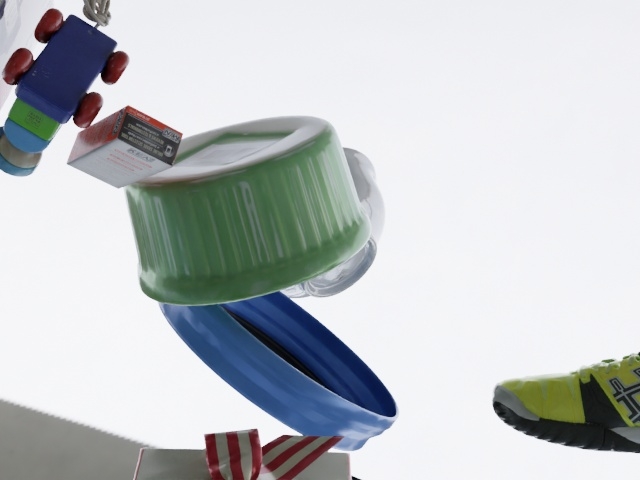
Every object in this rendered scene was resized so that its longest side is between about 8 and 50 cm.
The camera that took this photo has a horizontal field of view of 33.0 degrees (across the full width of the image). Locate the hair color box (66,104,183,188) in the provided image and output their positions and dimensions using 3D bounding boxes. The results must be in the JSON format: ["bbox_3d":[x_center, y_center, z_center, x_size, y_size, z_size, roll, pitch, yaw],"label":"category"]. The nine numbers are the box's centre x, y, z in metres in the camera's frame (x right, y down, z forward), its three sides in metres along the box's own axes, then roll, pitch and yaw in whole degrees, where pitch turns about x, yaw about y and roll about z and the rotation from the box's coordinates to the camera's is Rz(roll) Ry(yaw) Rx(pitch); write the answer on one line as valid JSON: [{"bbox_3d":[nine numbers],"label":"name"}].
[{"bbox_3d":[-0.216,-0.100,1.186,0.141,0.072,0.043,-11,-123,54],"label":"hair color box"}]

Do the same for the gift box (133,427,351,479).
[{"bbox_3d":[-0.061,0.342,1.075,0.276,0.258,0.255,-2,-156,-5],"label":"gift box"}]

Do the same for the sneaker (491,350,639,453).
[{"bbox_3d":[0.395,0.172,1.272,0.384,0.147,0.145,-1,180,16],"label":"sneaker"}]

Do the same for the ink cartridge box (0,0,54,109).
[{"bbox_3d":[-0.370,-0.283,1.182,0.100,0.237,0.172,18,-121,-1],"label":"ink cartridge box"}]

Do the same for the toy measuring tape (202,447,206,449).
[{"bbox_3d":[-0.225,0.403,1.510,0.121,0.330,0.121,25,-148,-17],"label":"toy measuring tape"}]

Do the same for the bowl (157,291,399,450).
[{"bbox_3d":[-0.064,0.151,1.523,0.077,0.391,0.391,-52,-136,7],"label":"bowl"}]

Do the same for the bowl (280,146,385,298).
[{"bbox_3d":[0.000,0.000,1.791,0.297,0.298,0.134,-22,-126,-22],"label":"bowl"}]

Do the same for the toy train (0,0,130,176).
[{"bbox_3d":[-0.289,-0.187,1.227,0.105,0.143,0.248,32,-141,-14],"label":"toy train"}]

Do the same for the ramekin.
[{"bbox_3d":[-0.098,-0.049,1.351,0.303,0.148,0.303,-12,-161,4],"label":"ramekin"}]

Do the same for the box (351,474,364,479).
[{"bbox_3d":[-0.003,0.380,1.457,0.184,0.191,0.045,18,-142,5],"label":"box"}]
